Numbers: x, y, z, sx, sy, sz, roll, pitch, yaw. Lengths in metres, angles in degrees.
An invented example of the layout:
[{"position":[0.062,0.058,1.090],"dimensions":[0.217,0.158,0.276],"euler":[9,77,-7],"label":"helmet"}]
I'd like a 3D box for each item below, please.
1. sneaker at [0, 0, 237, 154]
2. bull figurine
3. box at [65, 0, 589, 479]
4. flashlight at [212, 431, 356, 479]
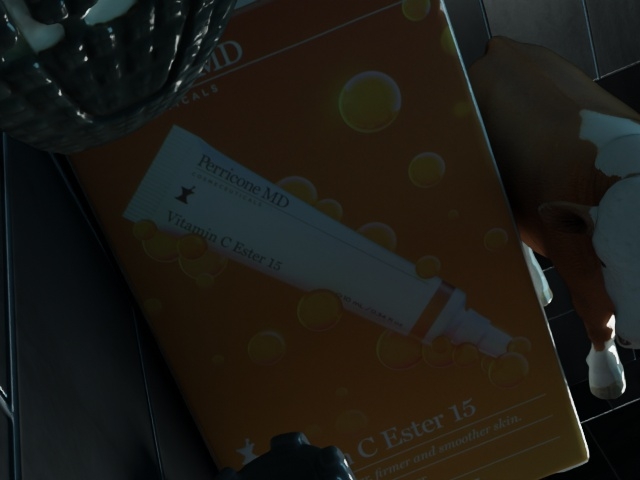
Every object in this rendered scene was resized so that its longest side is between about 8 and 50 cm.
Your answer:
[{"position":[-0.144,-0.232,0.421],"dimensions":[0.182,0.158,0.410],"euler":[30,-39,60],"label":"sneaker"},{"position":[0.162,-0.011,0.686],"dimensions":[0.310,0.101,0.188],"euler":[-106,179,-57],"label":"bull figurine"},{"position":[0.000,0.000,0.724],"dimensions":[0.168,0.215,0.345],"euler":[-112,179,-66],"label":"box"},{"position":[0.032,0.233,0.591],"dimensions":[0.103,0.103,0.304],"euler":[15,-46,55],"label":"flashlight"}]
